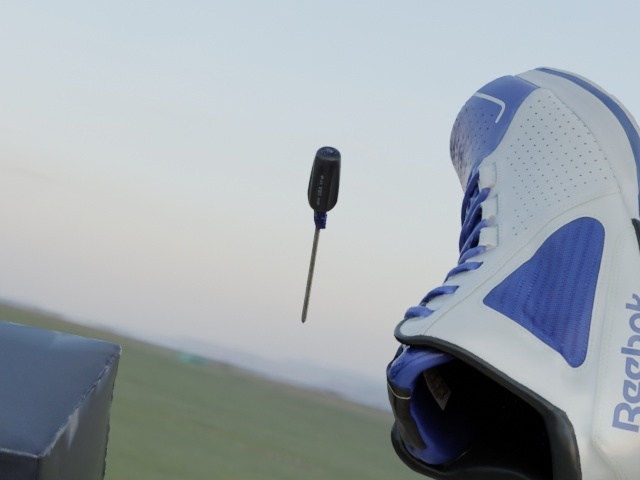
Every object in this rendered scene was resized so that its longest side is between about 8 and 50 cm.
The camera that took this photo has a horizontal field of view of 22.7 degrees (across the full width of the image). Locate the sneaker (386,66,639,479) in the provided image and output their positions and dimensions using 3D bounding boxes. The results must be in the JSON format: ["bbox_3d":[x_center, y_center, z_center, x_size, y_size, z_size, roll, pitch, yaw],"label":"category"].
[{"bbox_3d":[0.107,0.030,0.874,0.182,0.127,0.315,-12,43,-13],"label":"sneaker"}]

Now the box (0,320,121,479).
[{"bbox_3d":[-0.330,0.207,1.053,0.343,0.312,0.179,10,19,6],"label":"box"}]

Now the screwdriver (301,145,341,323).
[{"bbox_3d":[0.000,0.000,1.200,0.025,0.170,0.024,-5,41,-9],"label":"screwdriver"}]
